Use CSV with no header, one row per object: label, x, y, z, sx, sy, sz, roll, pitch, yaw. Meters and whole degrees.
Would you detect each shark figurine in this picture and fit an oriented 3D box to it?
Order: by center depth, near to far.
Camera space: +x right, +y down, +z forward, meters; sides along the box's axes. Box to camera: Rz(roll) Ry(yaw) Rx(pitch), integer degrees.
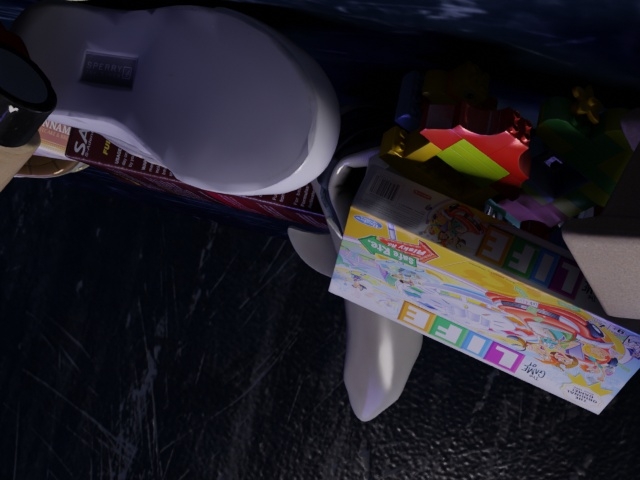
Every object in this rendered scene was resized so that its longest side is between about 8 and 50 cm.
shark figurine,-0.002,-0.029,0.946,0.278,0.166,0.116,52,-162,6

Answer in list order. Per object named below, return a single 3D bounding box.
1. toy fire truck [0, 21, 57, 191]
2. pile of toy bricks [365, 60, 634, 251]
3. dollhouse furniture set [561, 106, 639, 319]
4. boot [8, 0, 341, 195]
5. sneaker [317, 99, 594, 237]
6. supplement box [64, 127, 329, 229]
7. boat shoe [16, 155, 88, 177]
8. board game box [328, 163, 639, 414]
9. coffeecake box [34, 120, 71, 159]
toy fire truck,-0.294,-0.121,0.783,0.217,0.158,0.246,18,-145,-46
pile of toy bricks,0.136,-0.033,0.720,0.212,0.118,0.105,34,139,-26
dollhouse furniture set,0.223,0.059,0.609,0.135,0.262,0.259,-2,134,44
boot,-0.057,-0.080,0.797,0.258,0.095,0.123,22,-171,41
sneaker,0.105,-0.015,0.827,0.226,0.086,0.163,15,-168,-1
supplement box,-0.058,-0.062,1.095,0.240,0.073,0.130,13,177,11
boat shoe,-0.360,-0.105,1.368,0.285,0.104,0.089,13,174,4
board game box,0.083,0.026,0.696,0.154,0.026,0.103,24,155,6
coffeecake box,-0.283,-0.118,1.149,0.185,0.068,0.142,10,174,46
